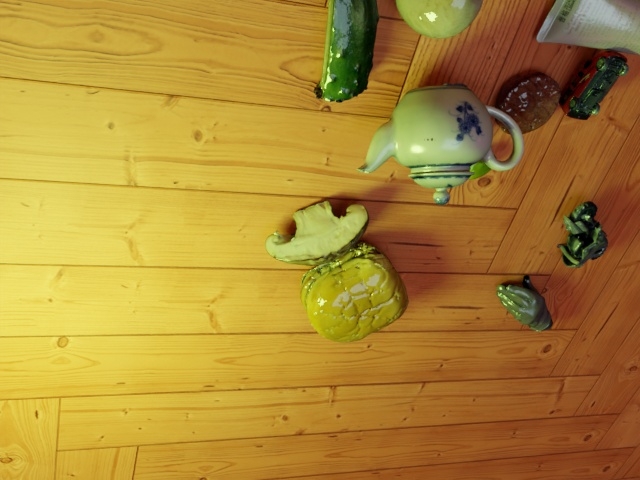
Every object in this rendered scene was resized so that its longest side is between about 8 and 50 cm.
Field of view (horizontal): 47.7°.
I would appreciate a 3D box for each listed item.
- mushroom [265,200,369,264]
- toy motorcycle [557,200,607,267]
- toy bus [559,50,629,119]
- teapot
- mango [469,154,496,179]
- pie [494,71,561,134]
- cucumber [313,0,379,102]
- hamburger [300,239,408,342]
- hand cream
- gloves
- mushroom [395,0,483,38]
[{"bbox_3d":[0.000,0.000,1.944,0.285,0.156,0.151,-19,157,0],"label":"mushroom"},{"bbox_3d":[0.802,-0.007,2.229,0.159,0.106,0.270,-38,134,5],"label":"toy motorcycle"},{"bbox_3d":[0.697,-0.407,1.856,0.081,0.089,0.195,6,134,-22],"label":"toy bus"},{"bbox_3d":[0.290,-0.225,1.744,0.423,0.252,0.280,-4,93,-11],"label":"teapot"},{"bbox_3d":[0.428,-0.204,1.963,0.108,0.056,0.073,-21,137,-6],"label":"mango"},{"bbox_3d":[0.537,-0.355,1.884,0.182,0.050,0.182,-9,131,-11],"label":"pie"},{"bbox_3d":[0.067,-0.467,1.594,0.145,0.105,0.325,-6,127,-14],"label":"cucumber"},{"bbox_3d":[0.091,0.156,2.073,0.318,0.158,0.319,-9,128,-12],"label":"hamburger"},{"bbox_3d":[0.720,-0.537,1.775,0.358,0.118,0.185,9,131,-17],"label":"hand cream"},{"bbox_3d":[0.682,0.209,2.372,0.285,0.119,0.142,33,80,-33],"label":"gloves"},{"bbox_3d":[0.258,-0.553,1.556,0.206,0.209,0.206,11,141,9],"label":"mushroom"}]
